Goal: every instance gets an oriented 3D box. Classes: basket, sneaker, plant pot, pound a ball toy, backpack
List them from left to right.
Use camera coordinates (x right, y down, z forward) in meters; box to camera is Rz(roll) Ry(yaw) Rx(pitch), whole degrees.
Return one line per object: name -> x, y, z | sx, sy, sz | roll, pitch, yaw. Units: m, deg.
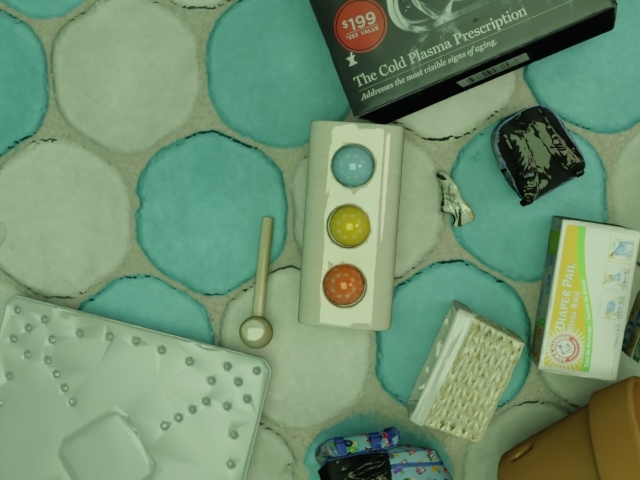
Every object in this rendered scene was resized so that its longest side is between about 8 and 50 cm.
pound a ball toy -> 0.000, 0.000, 1.475 | 0.208, 0.136, 0.319 | 5, 92, 4
backpack -> 0.090, 0.316, 1.477 | 0.173, 0.158, 0.116 | -9, 74, -8
sneaker -> 0.178, -0.056, 1.509 | 0.037, 0.032, 0.083 | -31, 89, 5
basket -> 0.196, 0.179, 1.479 | 0.103, 0.113, 0.167 | 23, 95, 1
backpack -> 0.286, -0.121, 1.471 | 0.105, 0.084, 0.114 | -30, 95, 5
plant pot -> 0.360, 0.341, 1.408 | 0.204, 0.291, 0.290 | -22, 91, 23

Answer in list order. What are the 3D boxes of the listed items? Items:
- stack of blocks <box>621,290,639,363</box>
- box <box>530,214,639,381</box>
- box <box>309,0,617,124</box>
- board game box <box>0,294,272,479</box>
stack of blocks -> 0.492, 0.027, 1.420 | 0.087, 0.171, 0.297 | 18, 94, 4
box -> 0.351, 0.076, 1.461 | 0.103, 0.114, 0.203 | 9, 95, 4
box -> 0.157, -0.356, 1.392 | 0.343, 0.179, 0.312 | -22, 86, 14
board game box -> -0.297, 0.307, 1.555 | 0.390, 0.050, 0.389 | 14, 93, 4
